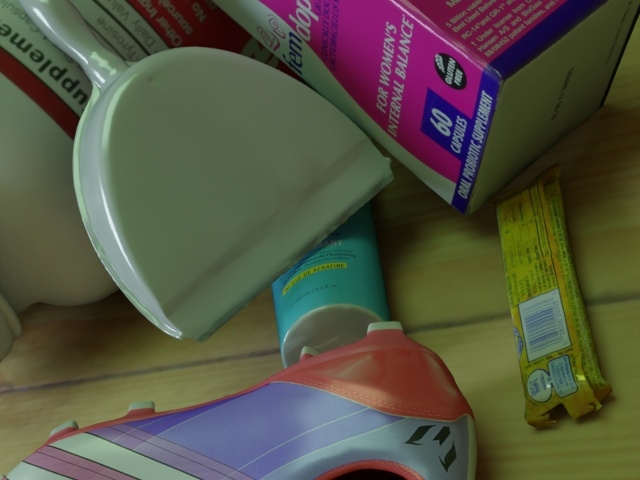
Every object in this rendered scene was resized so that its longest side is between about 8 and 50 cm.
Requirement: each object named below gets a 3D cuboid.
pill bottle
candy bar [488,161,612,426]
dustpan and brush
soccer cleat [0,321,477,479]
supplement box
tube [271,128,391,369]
[{"bbox_3d":[-0.156,-0.109,0.691,0.229,0.229,0.407,9,54,48],"label":"pill bottle"},{"bbox_3d":[0.100,0.018,0.484,0.040,0.018,0.161,-26,34,22],"label":"candy bar"},{"bbox_3d":[-0.085,-0.066,0.544,0.147,0.211,0.060,-41,1,-21],"label":"dustpan and brush"},{"bbox_3d":[-0.052,0.115,0.450,0.248,0.083,0.095,-23,39,15],"label":"soccer cleat"},{"bbox_3d":[0.037,-0.137,0.543,0.114,0.111,0.220,-38,67,-21],"label":"supplement box"},{"bbox_3d":[0.000,0.000,0.580,0.080,0.052,0.207,-19,30,5],"label":"tube"}]
